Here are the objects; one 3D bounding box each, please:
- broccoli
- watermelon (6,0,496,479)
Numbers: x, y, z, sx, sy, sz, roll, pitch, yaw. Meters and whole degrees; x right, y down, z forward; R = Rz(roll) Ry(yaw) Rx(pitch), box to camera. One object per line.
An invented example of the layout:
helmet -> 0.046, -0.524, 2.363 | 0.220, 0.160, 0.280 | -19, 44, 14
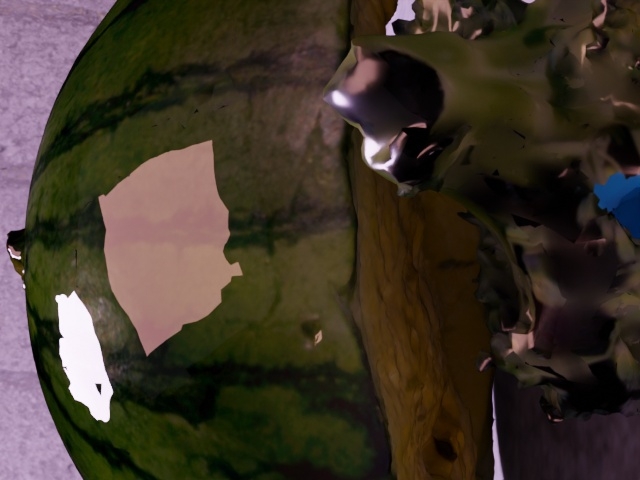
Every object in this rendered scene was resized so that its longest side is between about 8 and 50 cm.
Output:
broccoli -> 0.075, -0.034, 0.595 | 0.154, 0.160, 0.167 | 46, 123, 38
watermelon -> -0.026, 0.027, 0.756 | 0.331, 0.189, 0.331 | -6, -90, -72
